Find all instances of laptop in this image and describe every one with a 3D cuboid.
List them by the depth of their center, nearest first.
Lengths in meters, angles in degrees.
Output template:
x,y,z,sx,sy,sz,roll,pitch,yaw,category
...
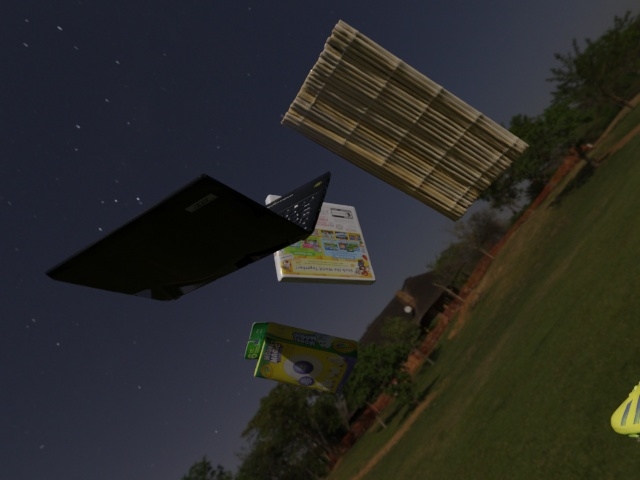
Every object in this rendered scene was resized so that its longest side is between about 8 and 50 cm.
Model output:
x,y,z,sx,sy,sz,roll,pitch,yaw,category
-0.132,-0.029,0.492,0.234,0.136,0.264,-24,26,24,laptop

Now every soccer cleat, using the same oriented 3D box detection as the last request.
x,y,z,sx,sy,sz,roll,pitch,yaw,category
0.613,0.250,0.699,0.094,0.121,0.289,-14,-37,-31,soccer cleat

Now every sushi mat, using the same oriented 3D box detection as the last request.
x,y,z,sx,sy,sz,roll,pitch,yaw,category
0.119,-0.146,0.554,0.151,0.317,0.019,-55,18,29,sushi mat

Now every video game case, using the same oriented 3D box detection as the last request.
x,y,z,sx,sy,sz,roll,pitch,yaw,category
0.000,0.000,0.881,0.227,0.206,0.026,6,-35,-28,video game case

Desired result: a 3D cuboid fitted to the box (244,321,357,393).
x,y,z,sx,sy,sz,roll,pitch,yaw,category
-0.037,0.198,0.679,0.043,0.179,0.105,-83,9,-56,box
